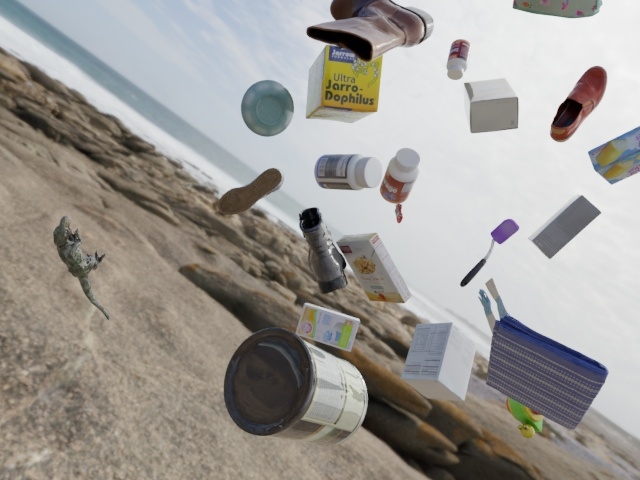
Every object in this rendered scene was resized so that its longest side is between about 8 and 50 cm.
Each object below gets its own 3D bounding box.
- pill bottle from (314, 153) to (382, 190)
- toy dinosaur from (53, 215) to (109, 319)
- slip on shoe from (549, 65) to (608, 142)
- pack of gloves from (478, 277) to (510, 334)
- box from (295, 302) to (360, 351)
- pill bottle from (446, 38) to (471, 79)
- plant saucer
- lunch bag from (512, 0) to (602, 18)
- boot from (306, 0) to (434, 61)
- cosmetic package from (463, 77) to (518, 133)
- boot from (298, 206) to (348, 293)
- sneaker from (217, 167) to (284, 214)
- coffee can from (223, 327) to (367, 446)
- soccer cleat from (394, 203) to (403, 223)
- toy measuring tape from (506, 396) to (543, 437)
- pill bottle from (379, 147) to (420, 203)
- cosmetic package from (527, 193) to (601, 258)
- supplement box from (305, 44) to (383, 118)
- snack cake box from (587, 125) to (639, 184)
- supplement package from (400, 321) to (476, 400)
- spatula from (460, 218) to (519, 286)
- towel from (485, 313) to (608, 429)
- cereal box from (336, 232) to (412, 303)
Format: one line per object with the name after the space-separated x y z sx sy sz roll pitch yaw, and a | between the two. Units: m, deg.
0.060 -0.148 1.070 0.137 0.078 0.078 9 -17 40 | pill bottle
-0.514 0.044 1.066 0.118 0.064 0.268 -113 -169 -50 | toy dinosaur
1.019 -0.547 1.950 0.123 0.331 0.101 36 4 35 | slip on shoe
0.844 0.316 2.377 0.195 0.046 0.232 103 -26 -63 | pack of gloves
0.025 0.301 1.734 0.203 0.114 0.103 17 -3 5 | box
0.560 -0.734 2.012 0.086 0.152 0.086 14 -20 5 | pill bottle
-0.178 -0.456 1.718 0.195 0.195 0.037 34 4 -30 | plant saucer
0.742 -0.811 1.510 0.262 0.160 0.223 31 -13 29 | lunch bag
0.064 -0.444 1.034 0.264 0.096 0.280 34 46 20 | boot
0.603 -0.488 1.771 0.160 0.113 0.309 -4 28 13 | cosmetic package
0.000 0.000 1.464 0.338 0.118 0.223 -128 -162 -74 | boot
-0.260 -0.193 1.926 0.099 0.282 0.153 59 10 -8 | sneaker
-0.042 0.319 1.047 0.201 0.201 0.275 38 -3 37 | coffee can
0.320 -0.111 2.035 0.029 0.083 0.035 -1 -1 -28 | soccer cleat
0.665 0.464 1.590 0.121 0.330 0.121 14 -34 9 | toy measuring tape
0.304 -0.245 1.873 0.121 0.121 0.216 36 -29 14 | pill bottle
0.891 -0.053 1.817 0.107 0.238 0.127 48 16 7 | cosmetic package
0.071 -0.535 1.739 0.194 0.195 0.356 3 6 -10 | supplement box
1.090 -0.309 1.696 0.152 0.264 0.089 21 53 -36 | snack cake box
0.507 0.515 2.110 0.199 0.263 0.198 41 -33 -27 | supplement package
0.589 0.047 1.746 0.084 0.296 0.030 39 -1 -31 | spatula
0.521 0.320 1.179 0.243 0.040 0.336 27 -29 30 | towel
0.164 0.087 1.547 0.173 0.047 0.240 -5 -59 57 | cereal box
